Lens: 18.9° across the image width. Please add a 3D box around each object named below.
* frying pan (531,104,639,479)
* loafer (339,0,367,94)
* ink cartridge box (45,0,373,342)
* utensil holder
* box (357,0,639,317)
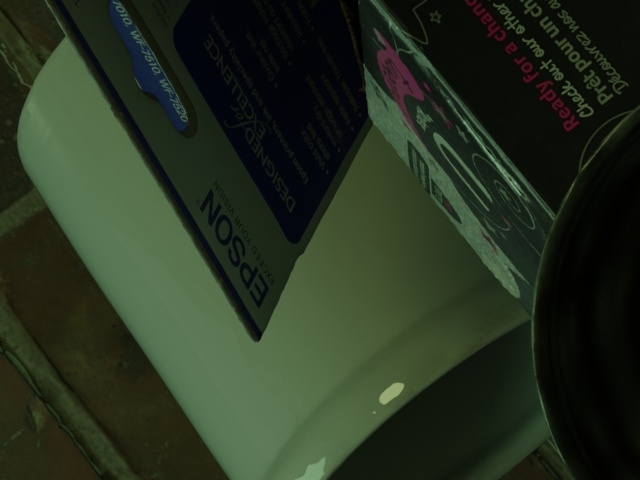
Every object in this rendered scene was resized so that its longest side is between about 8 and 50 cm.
[{"bbox_3d":[0.129,-0.022,0.628,0.326,0.197,0.053,53,-168,-2],"label":"frying pan"},{"bbox_3d":[0.012,-0.182,0.943,0.366,0.130,0.134,54,175,-34],"label":"loafer"},{"bbox_3d":[-0.067,-0.155,1.016,0.072,0.307,0.303,-6,128,34],"label":"ink cartridge box"},{"bbox_3d":[0.000,0.000,1.440,0.385,0.328,0.327,53,177,23],"label":"utensil holder"},{"bbox_3d":[0.113,-0.059,0.797,0.163,0.142,0.247,51,176,7],"label":"box"}]
